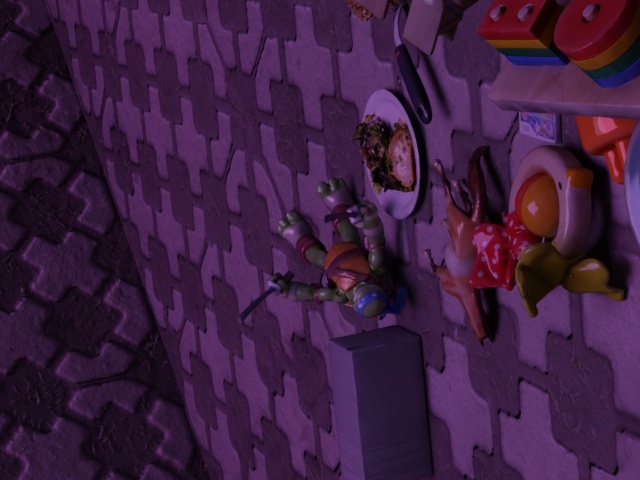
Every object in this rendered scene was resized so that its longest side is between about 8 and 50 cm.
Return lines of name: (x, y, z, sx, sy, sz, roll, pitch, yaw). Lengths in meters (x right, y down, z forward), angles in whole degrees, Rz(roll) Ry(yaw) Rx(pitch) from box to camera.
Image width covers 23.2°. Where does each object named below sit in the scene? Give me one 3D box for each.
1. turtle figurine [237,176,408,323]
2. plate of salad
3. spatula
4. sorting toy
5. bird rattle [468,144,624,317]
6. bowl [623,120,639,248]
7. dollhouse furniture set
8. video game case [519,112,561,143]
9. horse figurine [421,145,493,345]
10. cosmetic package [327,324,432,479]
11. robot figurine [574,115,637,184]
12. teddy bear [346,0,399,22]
turtle figurine: (0.000, 0.000, 2.438, 0.266, 0.275, 0.197, -117, 41, -56)
plate of salad: (0.097, -0.128, 2.364, 0.200, 0.048, 0.199, 168, 90, -69)
spatula: (0.115, -0.295, 2.238, 0.084, 0.030, 0.296, 123, 139, -59)
sorting toy: (0.283, -0.253, 1.532, 0.257, 0.089, 0.255, -59, 29, -10)
bird rattle: (0.280, -0.015, 1.920, 0.253, 0.143, 0.207, -124, 40, -71)
bowl: (0.403, -0.050, 1.473, 0.311, 0.163, 0.311, 169, 90, -68)
dollhouse furniture set: (0.202, -0.321, 1.799, 0.242, 0.212, 0.161, 39, 144, 20)
video game case: (0.271, -0.187, 1.945, 0.087, 0.011, 0.122, -151, 53, -63)
horse figurine: (0.197, -0.001, 2.152, 0.174, 0.066, 0.263, -114, 22, -44)
cosmetic package: (0.094, 0.263, 2.456, 0.107, 0.127, 0.238, -164, 67, -66)
robot figurine: (0.324, -0.174, 1.659, 0.128, 0.158, 0.219, -20, 78, 31)
teddy bear: (0.076, -0.479, 2.187, 0.245, 0.113, 0.338, -48, 53, 42)
